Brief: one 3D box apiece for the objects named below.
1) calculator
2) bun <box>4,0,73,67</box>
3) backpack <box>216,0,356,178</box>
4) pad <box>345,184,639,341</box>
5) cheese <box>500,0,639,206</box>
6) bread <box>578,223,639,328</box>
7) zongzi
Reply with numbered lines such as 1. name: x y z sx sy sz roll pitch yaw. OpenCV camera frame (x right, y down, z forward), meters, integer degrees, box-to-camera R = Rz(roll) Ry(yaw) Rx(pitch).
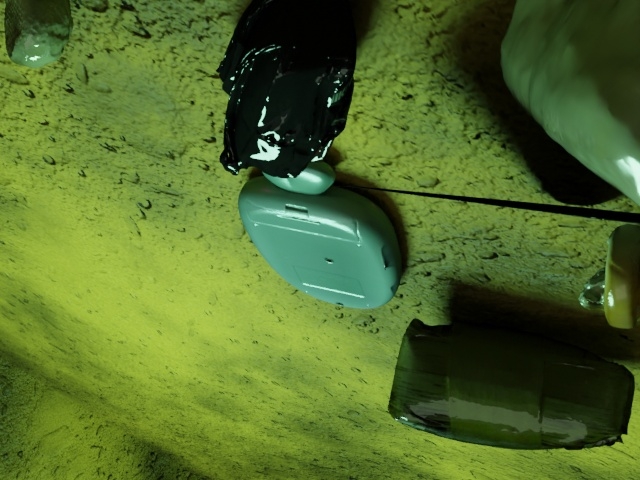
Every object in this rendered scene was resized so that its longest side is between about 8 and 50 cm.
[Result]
1. calculator: 0.000 0.000 0.936 0.186 0.041 0.299 12 153 19
2. bun: -0.252 -0.197 0.736 0.055 0.086 0.086 2 167 -34
3. backpack: -0.022 -0.128 0.649 0.106 0.120 0.165 8 158 -20
4. pad: 0.211 0.009 0.564 0.315 0.063 0.375 3 -174 -17
5. cheese: 0.207 -0.141 0.426 0.174 0.251 0.248 11 -170 -5
6. bread: 0.313 0.035 0.700 0.177 0.084 0.119 1 162 22
7. zongzi: 0.245 0.195 1.044 0.274 0.145 0.300 7 167 17
